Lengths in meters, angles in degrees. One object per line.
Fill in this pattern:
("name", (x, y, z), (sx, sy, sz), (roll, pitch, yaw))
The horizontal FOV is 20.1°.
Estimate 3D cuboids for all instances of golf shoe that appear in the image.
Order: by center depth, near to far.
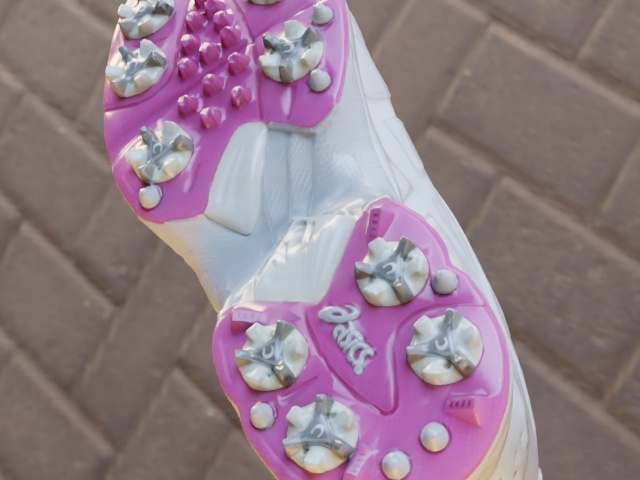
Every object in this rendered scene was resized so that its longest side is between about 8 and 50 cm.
("golf shoe", (0.000, 0.000, 0.720), (0.115, 0.140, 0.306), (-28, 52, 9))
